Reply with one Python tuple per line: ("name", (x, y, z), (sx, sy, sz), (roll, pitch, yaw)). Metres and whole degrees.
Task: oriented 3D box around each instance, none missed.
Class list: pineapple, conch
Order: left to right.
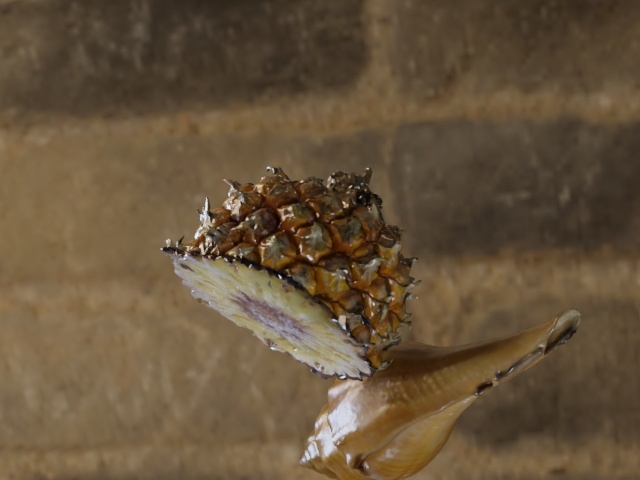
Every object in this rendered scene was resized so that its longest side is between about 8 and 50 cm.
("pineapple", (0.000, 0.001, 1.369), (0.176, 0.161, 0.137), (18, -113, 30))
("conch", (0.071, 0.106, 1.418), (0.109, 0.330, 0.093), (3, -120, -33))
